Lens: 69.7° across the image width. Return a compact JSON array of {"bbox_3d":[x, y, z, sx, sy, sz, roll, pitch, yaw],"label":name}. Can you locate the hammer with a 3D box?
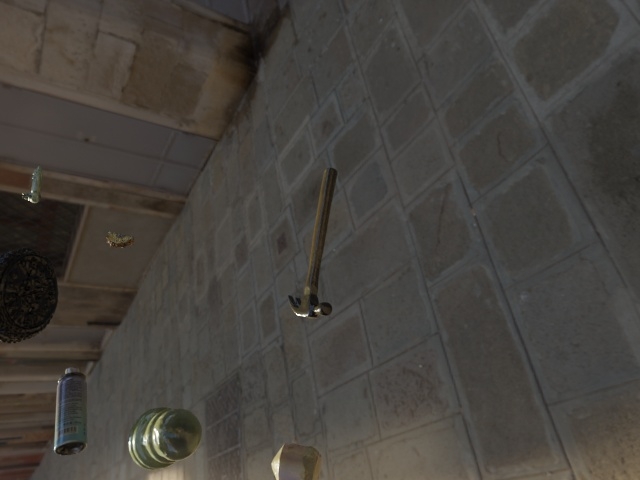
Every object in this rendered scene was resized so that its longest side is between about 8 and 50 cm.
[{"bbox_3d":[0.000,0.000,1.286,0.168,0.044,0.441,-15,60,52],"label":"hammer"}]

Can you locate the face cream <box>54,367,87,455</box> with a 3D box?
[{"bbox_3d":[-0.656,0.439,1.214,0.075,0.075,0.230,-59,39,31],"label":"face cream"}]

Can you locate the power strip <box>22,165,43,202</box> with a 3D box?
[{"bbox_3d":[-0.626,-0.122,1.003,0.055,0.035,0.084,-37,53,49],"label":"power strip"}]

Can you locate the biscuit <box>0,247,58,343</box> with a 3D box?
[{"bbox_3d":[-0.609,0.111,0.936,0.194,0.053,0.195,-2,-90,-84],"label":"biscuit"}]

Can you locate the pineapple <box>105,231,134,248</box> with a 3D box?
[{"bbox_3d":[-0.559,0.001,1.271,0.045,0.083,0.019,-72,-9,-45],"label":"pineapple"}]

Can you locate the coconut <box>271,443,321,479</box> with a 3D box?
[{"bbox_3d":[-0.065,0.579,1.177,0.122,0.116,0.116,3,83,14],"label":"coconut"}]

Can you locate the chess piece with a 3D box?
[{"bbox_3d":[-0.324,0.415,0.976,0.243,0.133,0.133,-39,50,53],"label":"chess piece"}]
